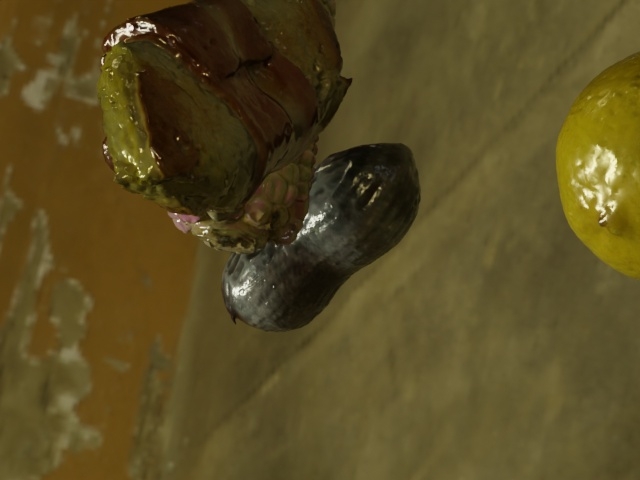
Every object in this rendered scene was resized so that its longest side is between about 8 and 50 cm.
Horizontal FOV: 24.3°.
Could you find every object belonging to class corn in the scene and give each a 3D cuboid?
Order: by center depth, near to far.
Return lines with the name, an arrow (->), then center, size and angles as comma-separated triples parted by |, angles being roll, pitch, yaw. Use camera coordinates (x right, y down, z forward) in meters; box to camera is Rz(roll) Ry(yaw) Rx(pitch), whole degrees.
corn -> -0.052, -0.152, 1.240 | 0.126, 0.126, 0.335 | 149, 131, -68

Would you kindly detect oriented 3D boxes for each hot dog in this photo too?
hot dog -> -0.069, -0.079, 0.871 | 0.093, 0.123, 0.261 | -31, 4, 32

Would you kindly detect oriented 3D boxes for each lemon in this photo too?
lemon -> 0.271, -0.062, 1.132 | 0.203, 0.178, 0.178 | -41, -8, -38

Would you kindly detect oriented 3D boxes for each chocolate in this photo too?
chocolate -> 0.000, 0.000, 1.394 | 0.248, 0.110, 0.110 | -46, 29, 31
